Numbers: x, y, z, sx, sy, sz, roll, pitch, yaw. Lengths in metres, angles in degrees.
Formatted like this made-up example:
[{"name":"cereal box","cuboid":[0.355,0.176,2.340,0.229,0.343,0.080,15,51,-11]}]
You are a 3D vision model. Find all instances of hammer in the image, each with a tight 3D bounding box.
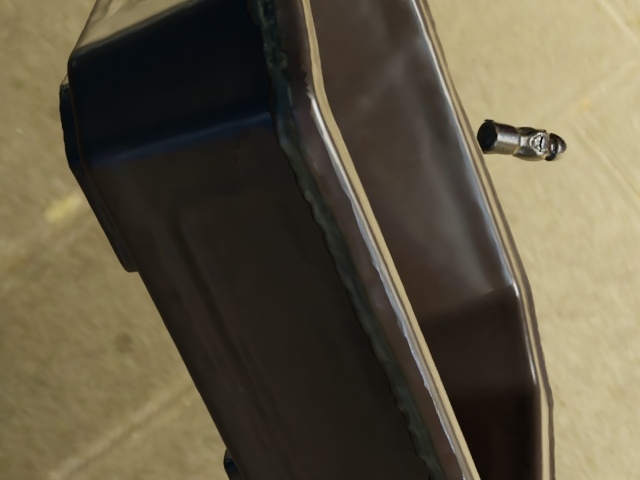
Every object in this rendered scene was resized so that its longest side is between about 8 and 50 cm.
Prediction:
[{"name":"hammer","cuboid":[0.077,-0.062,1.144,0.178,0.065,0.021,2,85,51]}]

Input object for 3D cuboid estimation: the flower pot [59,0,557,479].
[{"name":"flower pot","cuboid":[0.000,0.000,0.539,0.084,0.251,0.179,-14,31,15]}]
